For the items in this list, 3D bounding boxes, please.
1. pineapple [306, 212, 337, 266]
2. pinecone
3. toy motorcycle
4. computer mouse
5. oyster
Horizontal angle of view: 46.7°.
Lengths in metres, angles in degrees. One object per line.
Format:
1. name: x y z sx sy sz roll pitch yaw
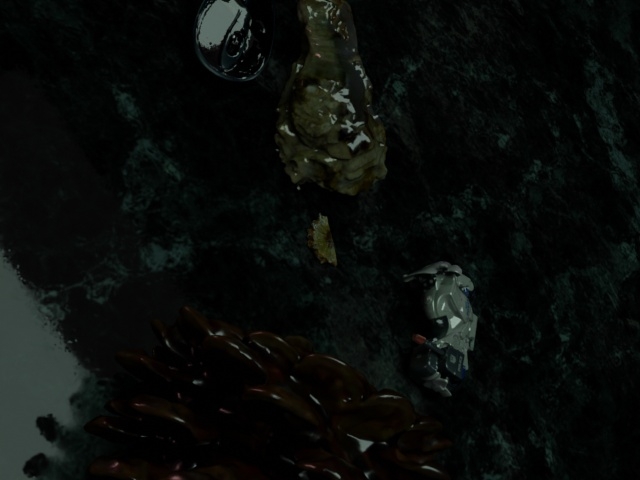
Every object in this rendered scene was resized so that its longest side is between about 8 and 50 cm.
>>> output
1. pineapple: 0.000 0.000 1.132 0.045 0.019 0.083 0 73 -36
2. pinecone: -0.062 0.261 0.755 0.397 0.397 0.398 13 63 -27
3. toy motorcycle: 0.184 0.123 1.148 0.150 0.102 0.221 35 54 -30
4. computer mouse: -0.133 -0.350 1.154 0.137 0.096 0.233 16 60 -26
5. oyster: 0.025 -0.240 1.187 0.197 0.133 0.337 7 70 -38
